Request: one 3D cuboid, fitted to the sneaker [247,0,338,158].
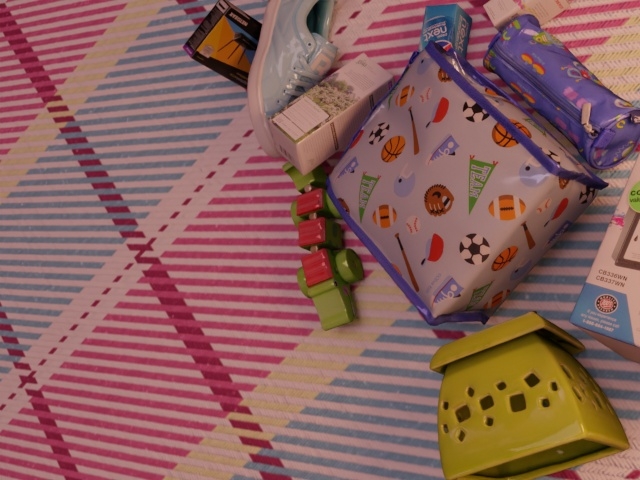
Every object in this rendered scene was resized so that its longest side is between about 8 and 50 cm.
[{"bbox_3d":[-0.045,-0.347,1.732,0.150,0.135,0.366,-3,78,37],"label":"sneaker"}]

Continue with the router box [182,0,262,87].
[{"bbox_3d":[-0.180,-0.407,1.806,0.133,0.179,0.046,-48,56,15],"label":"router box"}]

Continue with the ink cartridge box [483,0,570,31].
[{"bbox_3d":[0.361,-0.409,1.516,0.122,0.088,0.052,-31,61,22],"label":"ink cartridge box"}]

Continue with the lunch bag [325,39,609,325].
[{"bbox_3d":[0.212,-0.103,1.439,0.385,0.239,0.328,49,113,31],"label":"lunch bag"}]

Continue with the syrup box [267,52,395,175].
[{"bbox_3d":[0.026,-0.238,1.628,0.237,0.096,0.093,-37,57,-15],"label":"syrup box"}]

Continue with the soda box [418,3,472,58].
[{"bbox_3d":[0.219,-0.321,1.596,0.067,0.071,0.210,5,82,33],"label":"soda box"}]

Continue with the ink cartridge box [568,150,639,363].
[{"bbox_3d":[0.506,0.042,1.169,0.198,0.197,0.270,18,83,46],"label":"ink cartridge box"}]

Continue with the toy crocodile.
[{"bbox_3d":[0.000,0.000,1.641,0.115,0.105,0.341,-17,71,28],"label":"toy crocodile"}]

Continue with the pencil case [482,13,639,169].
[{"bbox_3d":[0.397,-0.247,1.431,0.306,0.133,0.119,53,122,31],"label":"pencil case"}]

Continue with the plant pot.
[{"bbox_3d":[0.306,0.242,1.326,0.228,0.227,0.207,-25,61,26],"label":"plant pot"}]
